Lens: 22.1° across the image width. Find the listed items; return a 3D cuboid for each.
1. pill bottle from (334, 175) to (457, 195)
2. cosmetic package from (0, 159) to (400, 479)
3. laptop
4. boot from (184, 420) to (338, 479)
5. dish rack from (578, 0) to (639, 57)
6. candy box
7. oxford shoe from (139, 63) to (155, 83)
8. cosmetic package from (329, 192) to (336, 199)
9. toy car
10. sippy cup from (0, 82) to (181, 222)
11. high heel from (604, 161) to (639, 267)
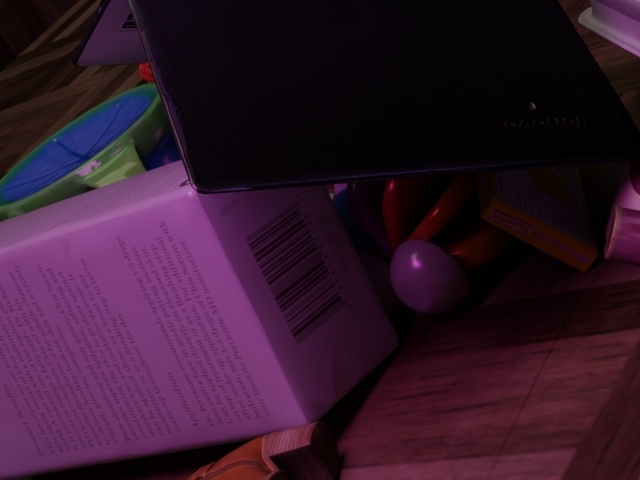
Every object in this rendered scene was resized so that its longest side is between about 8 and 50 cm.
[{"bbox_3d":[0.105,-0.093,1.652,0.193,0.108,0.108,-45,23,-26],"label":"pill bottle"},{"bbox_3d":[-0.176,0.070,1.518,0.453,0.230,0.161,-14,16,41],"label":"cosmetic package"},{"bbox_3d":[0.011,-0.124,1.446,0.382,0.236,0.408,-5,-9,-19],"label":"laptop"},{"bbox_3d":[-0.073,0.222,1.281,0.152,0.073,0.197,-24,10,22],"label":"boot"},{"bbox_3d":[0.411,-0.250,1.456,0.333,0.072,0.285,-17,21,-5],"label":"dish rack"},{"bbox_3d":[0.186,-0.048,1.443,0.027,0.105,0.206,-61,9,24],"label":"candy box"},{"bbox_3d":[-0.145,-0.147,1.911,0.132,0.130,0.363,-56,-14,-49],"label":"oxford shoe"},{"bbox_3d":[0.000,0.000,1.701,0.060,0.041,0.115,-29,21,13],"label":"cosmetic package"},{"bbox_3d":[0.081,-0.019,1.484,0.182,0.136,0.159,-11,31,47],"label":"toy car"},{"bbox_3d":[-0.206,-0.017,1.785,0.240,0.224,0.305,-27,20,21],"label":"sippy cup"},{"bbox_3d":[0.291,-0.019,1.303,0.117,0.082,0.244,14,13,8],"label":"high heel"}]
